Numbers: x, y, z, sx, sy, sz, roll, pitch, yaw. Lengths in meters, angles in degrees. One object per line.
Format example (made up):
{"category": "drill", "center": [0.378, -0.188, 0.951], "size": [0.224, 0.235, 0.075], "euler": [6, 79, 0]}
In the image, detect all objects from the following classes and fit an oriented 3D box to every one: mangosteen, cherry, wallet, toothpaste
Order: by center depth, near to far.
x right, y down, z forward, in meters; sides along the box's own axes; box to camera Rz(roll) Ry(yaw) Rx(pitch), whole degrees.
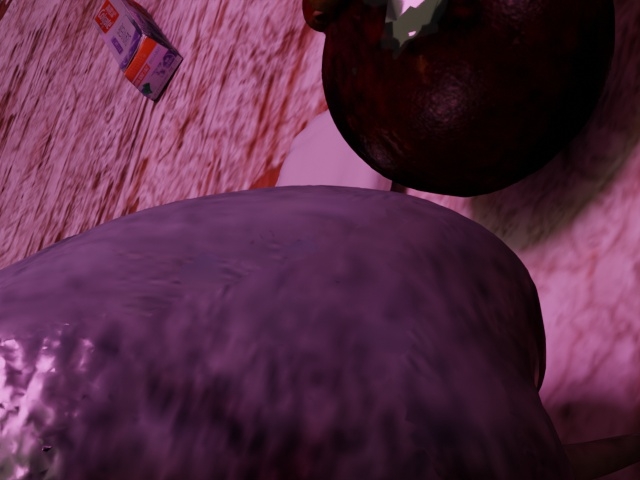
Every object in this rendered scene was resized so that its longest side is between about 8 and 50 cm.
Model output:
{"category": "cherry", "center": [-0.018, 0.090, 0.612], "size": [0.255, 0.296, 0.218], "euler": [-98, 14, -54]}
{"category": "mangosteen", "center": [0.057, -0.096, 0.779], "size": [0.152, 0.152, 0.152], "euler": [-47, 28, 34]}
{"category": "wallet", "center": [0.000, 0.000, 0.943], "size": [0.124, 0.032, 0.183], "euler": [-34, 34, 49]}
{"category": "toothpaste", "center": [-0.161, -0.170, 1.461], "size": [0.047, 0.040, 0.196], "euler": [-57, 23, 9]}
